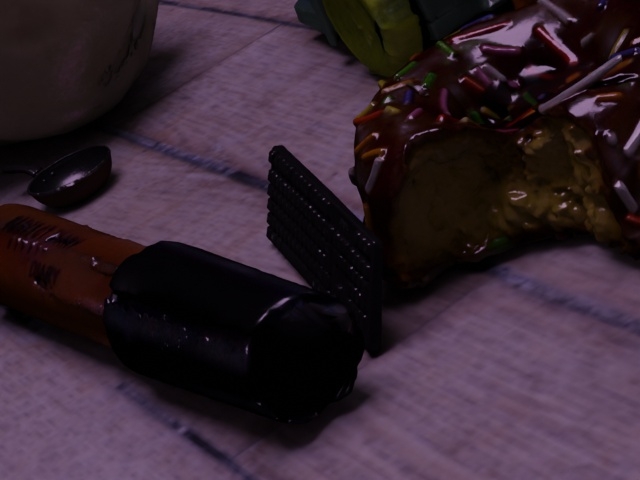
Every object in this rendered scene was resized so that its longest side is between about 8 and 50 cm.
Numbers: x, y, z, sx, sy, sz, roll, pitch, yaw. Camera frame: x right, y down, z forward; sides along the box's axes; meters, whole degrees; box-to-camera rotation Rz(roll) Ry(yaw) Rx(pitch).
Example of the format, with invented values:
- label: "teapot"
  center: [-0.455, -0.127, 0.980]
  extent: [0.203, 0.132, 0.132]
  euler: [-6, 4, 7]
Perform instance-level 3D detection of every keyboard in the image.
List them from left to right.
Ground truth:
- label: "keyboard"
  center: [0.000, 0.000, 0.990]
  extent: [0.013, 0.061, 0.204]
  euler: [-3, 18, -15]

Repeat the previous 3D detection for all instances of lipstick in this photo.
- label: "lipstick"
  center: [-0.112, 0.031, 1.021]
  extent: [0.077, 0.077, 0.418]
  euler: [-36, 24, -23]

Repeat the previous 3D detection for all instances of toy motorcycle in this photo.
- label: "toy motorcycle"
  center: [0.034, -0.258, 1.334]
  extent: [0.191, 0.200, 0.326]
  euler: [-34, 26, -16]

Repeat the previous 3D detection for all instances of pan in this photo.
- label: "pan"
  center: [-0.200, -0.046, 1.340]
  extent: [0.115, 0.023, 0.068]
  euler: [4, 38, 46]

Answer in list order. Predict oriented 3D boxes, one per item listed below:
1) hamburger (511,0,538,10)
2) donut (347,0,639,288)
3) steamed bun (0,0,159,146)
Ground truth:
- label: "hamburger"
  center: [0.213, -0.247, 1.087]
  extent: [0.291, 0.225, 0.291]
  euler: [-20, 22, 8]
- label: "donut"
  center: [0.125, -0.066, 0.952]
  extent: [0.230, 0.096, 0.216]
  euler: [-3, 32, 44]
- label: "steamed bun"
  center: [-0.316, -0.184, 1.481]
  extent: [0.352, 0.247, 0.339]
  euler: [13, 16, 1]
